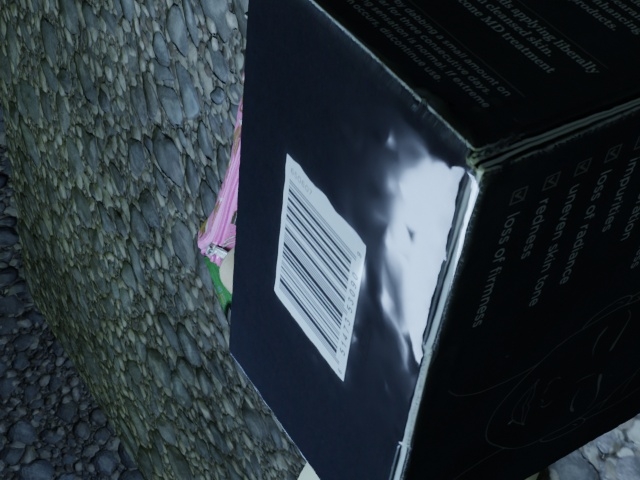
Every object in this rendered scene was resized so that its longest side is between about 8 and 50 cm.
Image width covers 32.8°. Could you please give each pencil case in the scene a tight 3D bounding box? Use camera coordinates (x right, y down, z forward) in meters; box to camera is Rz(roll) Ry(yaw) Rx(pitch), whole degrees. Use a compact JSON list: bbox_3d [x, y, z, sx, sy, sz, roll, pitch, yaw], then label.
[{"bbox_3d":[-0.075,-0.110,1.627,0.167,0.160,0.386,-85,13,-45],"label":"pencil case"}]

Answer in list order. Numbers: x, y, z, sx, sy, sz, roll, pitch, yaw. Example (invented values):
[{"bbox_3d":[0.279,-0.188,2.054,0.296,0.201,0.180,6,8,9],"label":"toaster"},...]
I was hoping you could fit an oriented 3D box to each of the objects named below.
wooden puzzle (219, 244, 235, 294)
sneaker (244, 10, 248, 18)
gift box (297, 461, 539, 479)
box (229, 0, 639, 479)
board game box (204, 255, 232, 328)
[{"bbox_3d":[0.065,0.003,1.395,0.322,0.348,0.080,40,180,29],"label":"wooden puzzle"},{"bbox_3d":[0.016,-0.367,1.503,0.146,0.122,0.330,47,149,4],"label":"sneaker"},{"bbox_3d":[0.129,0.314,1.531,0.276,0.258,0.255,39,162,-28],"label":"gift box"},{"bbox_3d":[0.192,-0.040,0.987,0.297,0.471,0.480,50,147,35],"label":"box"},{"bbox_3d":[-0.167,0.144,2.265,0.136,0.030,0.260,-13,97,65],"label":"board game box"}]
